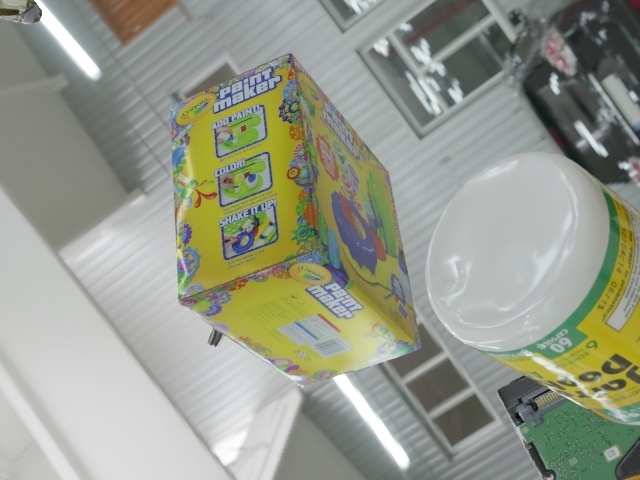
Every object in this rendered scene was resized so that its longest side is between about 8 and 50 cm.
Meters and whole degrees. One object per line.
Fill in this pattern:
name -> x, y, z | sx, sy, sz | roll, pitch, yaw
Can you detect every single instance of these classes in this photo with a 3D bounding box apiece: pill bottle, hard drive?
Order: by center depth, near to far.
pill bottle -> 0.171, 0.042, 0.589 | 0.208, 0.117, 0.117 | 29, -153, -35
hard drive -> 0.366, 0.246, 1.087 | 0.339, 0.237, 0.064 | 59, -176, -24

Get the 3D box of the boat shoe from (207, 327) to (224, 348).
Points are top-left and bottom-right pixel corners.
boat shoe -> -0.145, 0.090, 1.424 | 0.043, 0.137, 0.049 | 14, -169, -11

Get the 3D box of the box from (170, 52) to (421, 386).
box -> -0.031, -0.015, 1.204 | 0.290, 0.177, 0.279 | 43, -148, -52

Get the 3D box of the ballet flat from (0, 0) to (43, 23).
ballet flat -> -0.412, -0.301, 1.250 | 0.041, 0.114, 0.041 | 6, -90, -86
